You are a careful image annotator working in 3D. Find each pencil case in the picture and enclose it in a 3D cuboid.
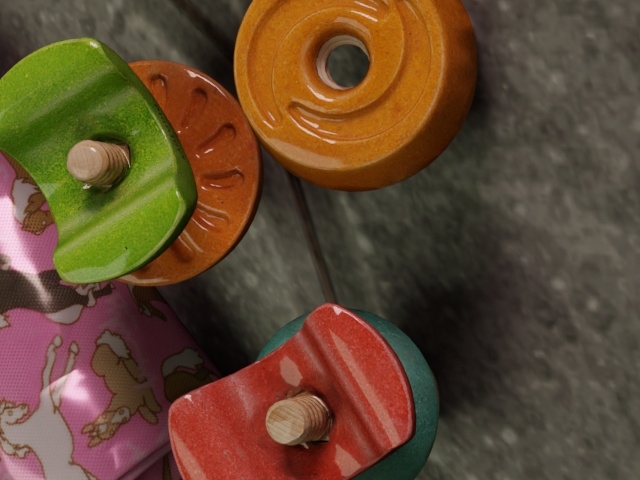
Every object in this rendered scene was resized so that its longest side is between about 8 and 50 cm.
[{"bbox_3d":[-0.209,0.006,1.017,0.386,0.167,0.160,51,176,11],"label":"pencil case"}]

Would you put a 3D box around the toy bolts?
[{"bbox_3d":[0.000,0.000,0.822,0.218,0.158,0.228,-28,81,15],"label":"toy bolts"}]
